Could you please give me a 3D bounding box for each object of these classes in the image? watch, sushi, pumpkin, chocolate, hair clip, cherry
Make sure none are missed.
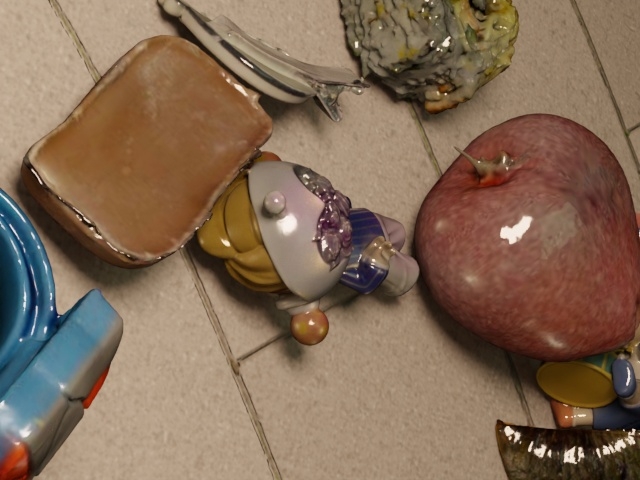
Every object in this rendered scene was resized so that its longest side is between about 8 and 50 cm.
[{"bbox_3d":[-0.327,0.099,1.084,0.274,0.241,0.305,43,52,-7],"label":"watch"},{"bbox_3d":[0.115,-0.280,1.669,0.184,0.139,0.274,-8,81,-49],"label":"sushi"},{"bbox_3d":[0.349,0.269,1.727,0.278,0.163,0.111,19,65,-39],"label":"pumpkin"},{"bbox_3d":[-0.161,-0.073,1.373,0.161,0.083,0.261,44,46,-5],"label":"chocolate"},{"bbox_3d":[-0.051,-0.181,1.491,0.220,0.054,0.140,22,22,-39],"label":"hair clip"},{"bbox_3d":[0.236,0.003,1.645,0.307,0.221,0.261,47,60,-17],"label":"cherry"}]

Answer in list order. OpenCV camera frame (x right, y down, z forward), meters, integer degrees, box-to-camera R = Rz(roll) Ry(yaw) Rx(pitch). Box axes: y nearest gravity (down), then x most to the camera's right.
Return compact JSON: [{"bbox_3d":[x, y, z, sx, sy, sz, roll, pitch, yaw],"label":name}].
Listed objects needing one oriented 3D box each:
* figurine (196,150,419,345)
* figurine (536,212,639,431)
[{"bbox_3d":[0.005,0.010,1.484,0.274,0.133,0.194,33,42,-37],"label":"figurine"},{"bbox_3d":[0.356,0.094,1.797,0.158,0.161,0.276,35,50,-16],"label":"figurine"}]
